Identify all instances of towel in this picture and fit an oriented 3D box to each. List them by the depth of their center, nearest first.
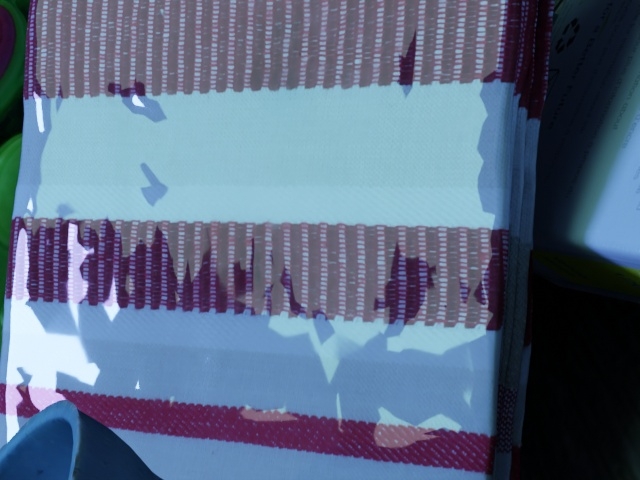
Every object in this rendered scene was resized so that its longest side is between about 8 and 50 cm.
[{"bbox_3d":[-0.026,-0.007,0.585,0.237,0.037,0.329,2,86,33],"label":"towel"}]

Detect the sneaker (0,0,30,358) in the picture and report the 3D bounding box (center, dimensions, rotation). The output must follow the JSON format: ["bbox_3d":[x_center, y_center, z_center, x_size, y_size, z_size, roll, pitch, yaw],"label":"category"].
[{"bbox_3d":[-0.182,-0.012,0.828,0.202,0.185,0.483,140,142,-69],"label":"sneaker"}]

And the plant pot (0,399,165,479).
[{"bbox_3d":[-0.057,0.218,0.401,0.293,0.196,0.293,-54,13,19],"label":"plant pot"}]

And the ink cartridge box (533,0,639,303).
[{"bbox_3d":[0.187,-0.115,0.495,0.304,0.072,0.307,-61,18,-4],"label":"ink cartridge box"}]

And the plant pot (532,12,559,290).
[{"bbox_3d":[0.000,0.000,0.706,0.165,0.165,0.234,-5,65,71],"label":"plant pot"}]
